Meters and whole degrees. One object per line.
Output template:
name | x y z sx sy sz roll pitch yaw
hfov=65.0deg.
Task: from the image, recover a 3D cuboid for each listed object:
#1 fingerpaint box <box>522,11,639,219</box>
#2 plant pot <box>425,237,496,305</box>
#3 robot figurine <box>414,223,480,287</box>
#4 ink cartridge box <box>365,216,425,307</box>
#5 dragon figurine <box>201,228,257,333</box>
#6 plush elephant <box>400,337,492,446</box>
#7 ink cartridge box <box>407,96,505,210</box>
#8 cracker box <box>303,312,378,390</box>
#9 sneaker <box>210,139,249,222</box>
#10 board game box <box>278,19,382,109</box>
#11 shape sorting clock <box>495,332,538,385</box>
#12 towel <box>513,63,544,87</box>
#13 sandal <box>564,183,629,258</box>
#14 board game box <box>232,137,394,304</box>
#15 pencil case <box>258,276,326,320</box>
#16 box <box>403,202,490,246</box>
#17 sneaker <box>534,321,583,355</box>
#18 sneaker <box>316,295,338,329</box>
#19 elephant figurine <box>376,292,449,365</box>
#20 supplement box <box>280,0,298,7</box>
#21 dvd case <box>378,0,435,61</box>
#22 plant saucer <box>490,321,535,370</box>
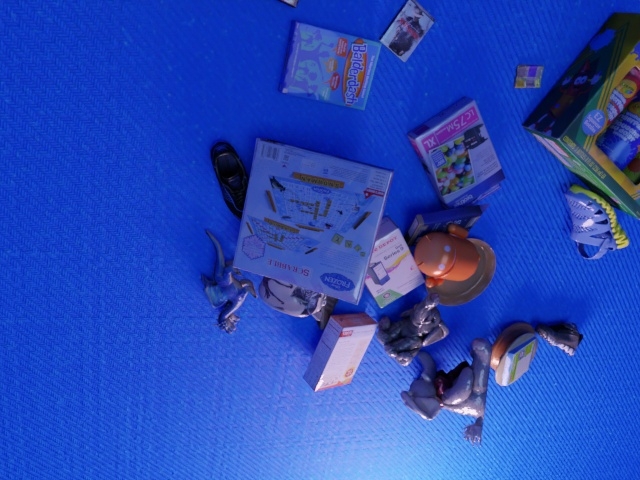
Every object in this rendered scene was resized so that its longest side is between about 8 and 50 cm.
fingerpaint box | 0.854 -0.329 1.389 0.445 0.163 0.371 31 103 -27
plant pot | 0.426 0.094 1.545 0.237 0.032 0.236 -6 117 -13
robot figurine | 0.348 0.046 1.390 0.220 0.128 0.158 12 141 -39
ink cartridge box | 0.179 0.062 1.421 0.154 0.093 0.212 -30 118 0
dragon figurine | -0.264 0.121 1.320 0.144 0.085 0.289 -30 121 -1
plush elephant | 0.402 0.466 1.620 0.256 0.272 0.329 6 80 18
ink cartridge box | 0.384 -0.208 1.369 0.186 0.065 0.311 -33 122 1
cracker box | 0.060 0.330 1.503 0.156 0.067 0.232 4 117 -44
sneaker | -0.205 -0.127 1.212 0.082 0.090 0.232 -24 119 -4
board game box | 0.021 -0.404 1.169 0.211 0.047 0.160 5 114 -20
shape sorting clock | 0.659 0.399 1.690 0.206 0.040 0.206 -20 124 -32
towel | 0.554 -0.435 1.335 0.084 0.009 0.060 -3 115 -15
sandal | 0.833 -0.045 1.551 0.138 0.126 0.317 -42 118 10
board game box | -0.023 -0.047 1.170 0.319 0.066 0.317 17 105 11
pencil case | 0.000 0.000 1.295 0.184 0.160 0.410 23 107 -11
box | 0.359 -0.043 1.416 0.226 0.036 0.136 -11 154 -12
sneaker | 0.841 0.322 1.759 0.234 0.078 0.106 29 102 -30
sneaker | 0.026 0.174 1.444 0.071 0.066 0.188 -5 117 -15
elephant figurine | 0.301 0.254 1.505 0.239 0.186 0.169 -43 97 16
supplement box | -0.083 -0.541 1.072 0.083 0.043 0.054 16 109 -22
dvd case | 0.206 -0.501 1.196 0.087 0.013 0.119 31 102 -27
plant saucer | 0.671 0.376 1.735 0.200 0.037 0.199 -12 119 -23
